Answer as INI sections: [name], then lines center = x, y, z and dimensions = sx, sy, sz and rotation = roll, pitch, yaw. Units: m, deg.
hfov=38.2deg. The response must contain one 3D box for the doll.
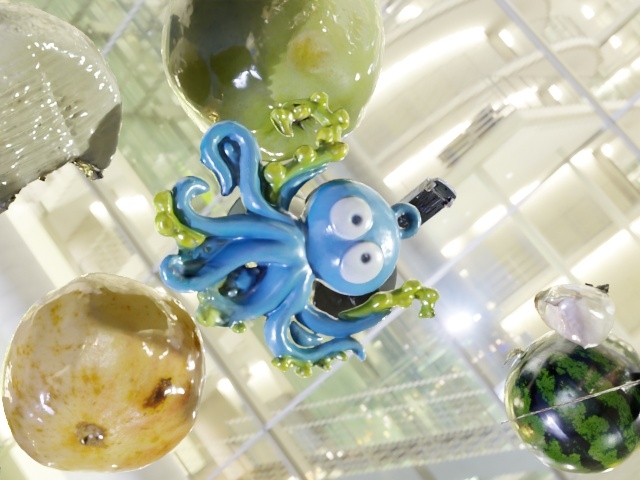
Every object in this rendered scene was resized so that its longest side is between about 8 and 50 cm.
[doll]
center = -0.029, 0.001, 1.139
dimensions = 0.341, 0.346, 0.099
rotation = -17, 4, -19

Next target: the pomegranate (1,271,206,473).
[pomegranate]
center = -0.347, 0.196, 1.483
dimensions = 0.342, 0.342, 0.342
rotation = -36, -13, -10

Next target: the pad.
[pad]
center = 0.404, 0.203, 1.264
dimensions = 0.202, 0.005, 0.300
rotation = -10, -15, -28

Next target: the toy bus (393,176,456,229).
[toy bus]
center = 0.232, -0.088, 2.107
dimensions = 0.167, 0.073, 0.076
rotation = -39, 22, 32

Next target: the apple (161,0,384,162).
[apple]
center = -0.074, -0.296, 1.423
dimensions = 0.357, 0.357, 0.357
rotation = -36, -13, -10

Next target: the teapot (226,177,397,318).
[teapot]
center = 0.002, 0.010, 1.719
dimensions = 0.200, 0.337, 0.270
rotation = 34, -91, -44

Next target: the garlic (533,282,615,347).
[garlic]
center = 0.270, 0.080, 0.972
dimensions = 0.084, 0.066, 0.152
rotation = 1, 2, 7

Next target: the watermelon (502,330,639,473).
[watermelon]
center = 0.441, 0.269, 1.575
dimensions = 0.269, 0.269, 0.269
rotation = -36, -13, -10

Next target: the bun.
[bun]
center = -0.400, -0.171, 1.127
dimensions = 0.281, 0.205, 0.281
rotation = -31, -44, -35
